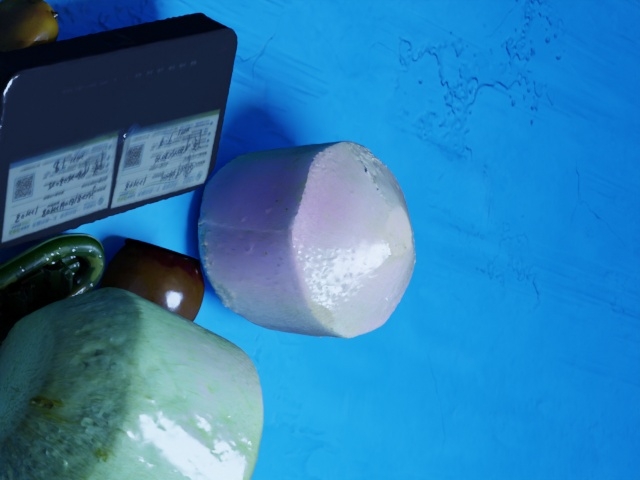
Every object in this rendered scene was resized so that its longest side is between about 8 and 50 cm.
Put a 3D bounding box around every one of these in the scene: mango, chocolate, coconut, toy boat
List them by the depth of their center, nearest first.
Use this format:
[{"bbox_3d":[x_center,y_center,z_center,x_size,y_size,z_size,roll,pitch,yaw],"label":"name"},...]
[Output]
[{"bbox_3d":[-0.204,0.213,1.859,0.328,0.281,0.328,1,88,-38],"label":"coconut"},{"bbox_3d":[-0.323,-0.206,1.863,0.114,0.080,0.060,-47,144,-15],"label":"mango"},{"bbox_3d":[-0.310,0.054,1.896,0.210,0.052,0.104,-30,134,-45],"label":"toy boat"},{"bbox_3d":[-0.199,0.071,2.011,0.124,0.127,0.133,13,95,-19],"label":"chocolate"},{"bbox_3d":[0.000,0.000,2.116,0.233,0.245,0.233,-3,94,-53],"label":"coconut"}]

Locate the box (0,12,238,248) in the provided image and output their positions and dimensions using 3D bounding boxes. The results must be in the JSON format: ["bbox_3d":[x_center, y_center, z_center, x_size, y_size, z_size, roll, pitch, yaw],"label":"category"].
[{"bbox_3d":[-0.236,-0.122,1.924,0.350,0.058,0.211,-20,131,-48],"label":"box"}]
